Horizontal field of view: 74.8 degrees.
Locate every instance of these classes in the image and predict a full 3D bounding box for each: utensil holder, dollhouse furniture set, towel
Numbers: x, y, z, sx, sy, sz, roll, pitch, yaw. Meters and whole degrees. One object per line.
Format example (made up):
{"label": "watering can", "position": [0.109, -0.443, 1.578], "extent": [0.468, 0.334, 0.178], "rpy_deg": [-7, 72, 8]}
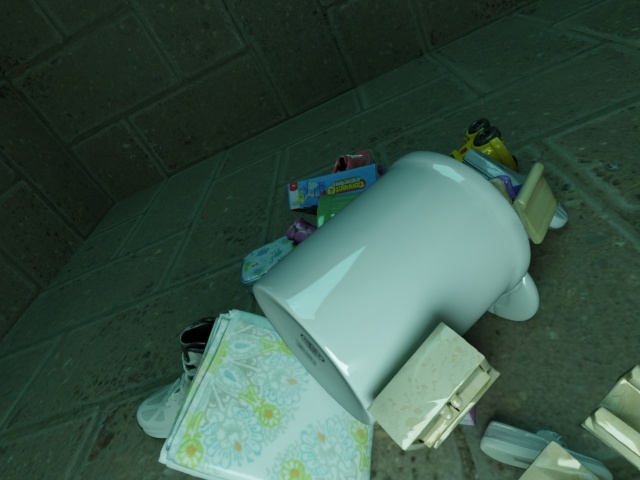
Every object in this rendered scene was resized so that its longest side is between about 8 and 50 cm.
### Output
{"label": "utensil holder", "position": [0.119, 0.077, 0.758], "extent": [0.385, 0.328, 0.327], "rpy_deg": [-38, 32, -20]}
{"label": "dollhouse furniture set", "position": [0.283, 0.318, 0.542], "extent": [0.362, 0.256, 0.394], "rpy_deg": [-49, 56, -1]}
{"label": "towel", "position": [-0.074, 0.320, 0.816], "extent": [0.374, 0.090, 0.321], "rpy_deg": [18, 45, -3]}

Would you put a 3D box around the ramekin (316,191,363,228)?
{"label": "ramekin", "position": [0.107, 0.015, 1.091], "extent": [0.148, 0.304, 0.303], "rpy_deg": [-10, 35, 15]}

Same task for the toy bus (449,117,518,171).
{"label": "toy bus", "position": [0.484, -0.255, 1.330], "extent": [0.211, 0.149, 0.220], "rpy_deg": [-36, 25, 22]}

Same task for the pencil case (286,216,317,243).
{"label": "pencil case", "position": [0.000, 0.000, 1.331], "extent": [0.209, 0.098, 0.095], "rpy_deg": [27, 72, 22]}

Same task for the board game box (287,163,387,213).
{"label": "board game box", "position": [0.108, -0.141, 1.328], "extent": [0.301, 0.086, 0.308], "rpy_deg": [-7, -7, 33]}

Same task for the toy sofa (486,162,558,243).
{"label": "toy sofa", "position": [0.359, -0.079, 1.031], "extent": [0.150, 0.177, 0.362], "rpy_deg": [-47, 18, -32]}

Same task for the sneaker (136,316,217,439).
{"label": "sneaker", "position": [-0.309, 0.314, 1.030], "extent": [0.447, 0.258, 0.169], "rpy_deg": [-24, 31, 10]}

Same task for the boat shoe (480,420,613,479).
{"label": "boat shoe", "position": [0.350, 0.329, 0.658], "extent": [0.184, 0.066, 0.063], "rpy_deg": [-10, 36, 46]}

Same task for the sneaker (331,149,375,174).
{"label": "sneaker", "position": [0.128, -0.298, 1.670], "extent": [0.115, 0.136, 0.314], "rpy_deg": [-6, 38, 32]}

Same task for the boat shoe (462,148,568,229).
{"label": "boat shoe", "position": [0.500, -0.119, 1.125], "extent": [0.121, 0.119, 0.335], "rpy_deg": [2, 37, -34]}

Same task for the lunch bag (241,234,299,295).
{"label": "lunch bag", "position": [-0.157, 0.084, 1.398], "extent": [0.218, 0.090, 0.176], "rpy_deg": [-26, 31, 5]}

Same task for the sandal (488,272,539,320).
{"label": "sandal", "position": [0.318, 0.001, 0.938], "extent": [0.102, 0.169, 0.416], "rpy_deg": [-32, 60, -27]}

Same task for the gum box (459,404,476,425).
{"label": "gum box", "position": [0.206, 0.290, 0.825], "extent": [0.188, 0.062, 0.107], "rpy_deg": [-8, 37, 32]}
